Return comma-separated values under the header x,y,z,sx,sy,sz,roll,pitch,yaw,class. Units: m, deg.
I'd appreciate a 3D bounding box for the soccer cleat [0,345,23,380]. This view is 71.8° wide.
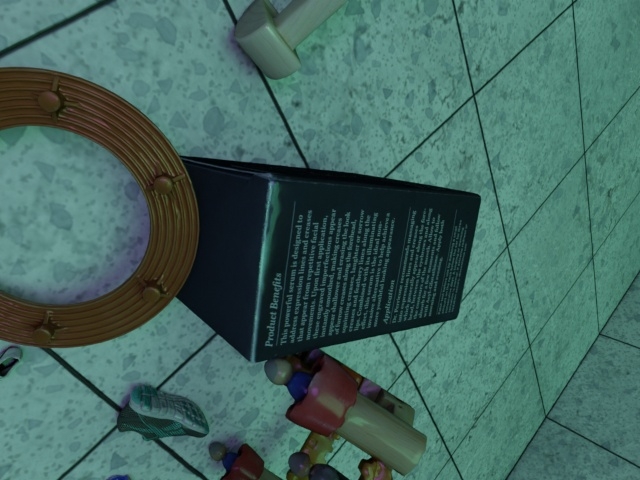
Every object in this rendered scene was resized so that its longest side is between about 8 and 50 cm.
x,y,z,sx,sy,sz,roll,pitch,yaw,class
-0.421,0.172,0.565,0.083,0.035,0.029,-43,126,-21,soccer cleat

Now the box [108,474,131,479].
x,y,z,sx,sy,sz,roll,pitch,yaw,class
-0.332,0.454,0.730,0.081,0.028,0.136,-31,123,-28,box

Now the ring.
x,y,z,sx,sy,sz,roll,pitch,yaw,class
-0.312,-0.019,0.506,0.336,0.032,0.337,-4,110,-12,ring

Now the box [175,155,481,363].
x,y,z,sx,sy,sz,roll,pitch,yaw,class
0.000,0.000,0.684,0.395,0.293,0.212,-1,104,-38,box

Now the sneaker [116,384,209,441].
x,y,z,sx,sy,sz,roll,pitch,yaw,class
-0.260,0.298,0.730,0.076,0.065,0.166,-47,126,3,sneaker

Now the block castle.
x,y,z,sx,sy,sz,roll,pitch,yaw,class
-0.050,0.312,0.665,0.212,0.453,0.303,33,77,2,block castle

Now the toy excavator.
x,y,z,sx,sy,sz,roll,pitch,yaw,class
0.090,-0.474,0.635,0.222,0.432,0.446,43,47,-39,toy excavator
